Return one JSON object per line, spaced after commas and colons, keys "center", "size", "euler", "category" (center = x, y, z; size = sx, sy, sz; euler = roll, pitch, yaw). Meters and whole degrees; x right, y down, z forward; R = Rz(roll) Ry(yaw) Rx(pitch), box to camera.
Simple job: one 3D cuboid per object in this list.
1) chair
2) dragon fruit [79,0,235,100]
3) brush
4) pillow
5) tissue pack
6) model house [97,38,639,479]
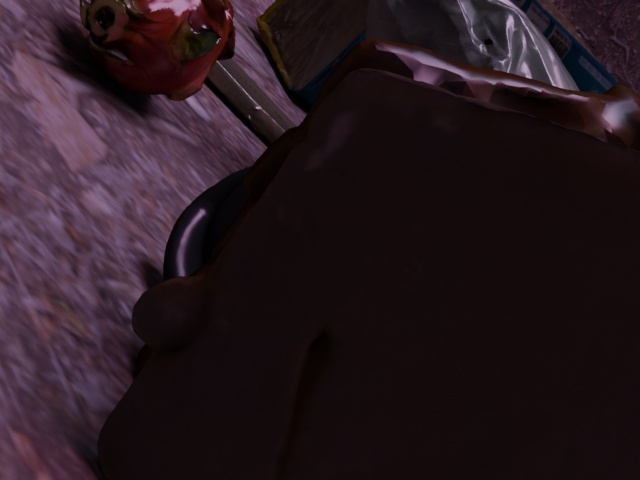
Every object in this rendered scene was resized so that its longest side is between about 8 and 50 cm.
{"center": [-0.001, 0.001, 0.797], "size": [0.104, 0.095, 0.221], "euler": [38, 13, 7], "category": "chair"}
{"center": [-0.091, -0.118, 0.879], "size": [0.086, 0.081, 0.116], "euler": [45, 17, -2], "category": "dragon fruit"}
{"center": [0.028, -0.021, 1.108], "size": [0.336, 0.020, 0.085], "euler": [44, 15, -16], "category": "brush"}
{"center": [0.123, -0.003, 1.007], "size": [0.283, 0.138, 0.310], "euler": [47, 20, -77], "category": "pillow"}
{"center": [0.102, -0.154, 1.342], "size": [0.271, 0.192, 0.134], "euler": [35, 20, -45], "category": "tissue pack"}
{"center": [0.061, 0.027, 0.621], "size": [0.219, 0.199, 0.229], "euler": [31, 11, 8], "category": "model house"}
